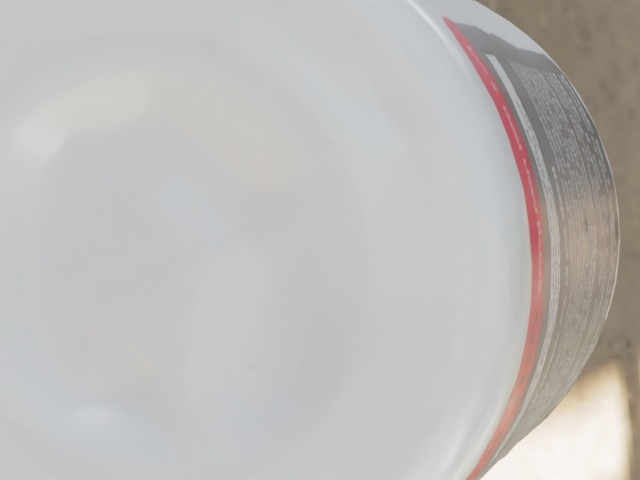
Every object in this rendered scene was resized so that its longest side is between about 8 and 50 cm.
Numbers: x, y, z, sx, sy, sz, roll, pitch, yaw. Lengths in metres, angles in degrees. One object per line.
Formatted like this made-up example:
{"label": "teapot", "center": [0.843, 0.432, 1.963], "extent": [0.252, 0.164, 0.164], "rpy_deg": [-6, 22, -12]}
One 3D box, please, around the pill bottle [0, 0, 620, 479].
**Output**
{"label": "pill bottle", "center": [0.000, 0.000, 0.583], "extent": [0.318, 0.176, 0.176], "rpy_deg": [-9, 90, -75]}
